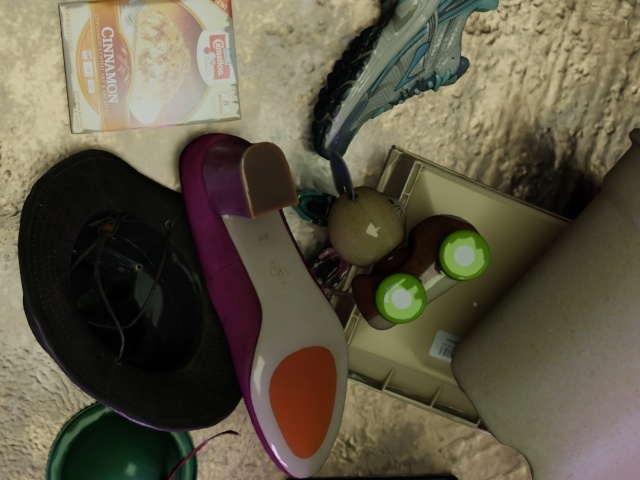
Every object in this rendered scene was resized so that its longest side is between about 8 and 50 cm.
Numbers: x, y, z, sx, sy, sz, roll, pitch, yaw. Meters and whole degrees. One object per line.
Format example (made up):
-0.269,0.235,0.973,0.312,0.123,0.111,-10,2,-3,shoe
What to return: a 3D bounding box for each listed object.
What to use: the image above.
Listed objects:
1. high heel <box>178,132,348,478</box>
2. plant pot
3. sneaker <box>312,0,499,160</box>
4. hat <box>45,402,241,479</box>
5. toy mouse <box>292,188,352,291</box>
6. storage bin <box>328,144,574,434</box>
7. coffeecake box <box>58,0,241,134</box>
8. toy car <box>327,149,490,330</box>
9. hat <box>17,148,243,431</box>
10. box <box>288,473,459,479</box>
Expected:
-0.070,0.067,1.665,0.127,0.181,0.377,-10,98,-28,high heel
0.312,0.109,1.554,0.305,0.334,0.334,-40,102,8,plant pot
0.100,-0.196,1.691,0.122,0.110,0.283,35,90,-15,sneaker
-0.207,0.267,1.655,0.173,0.183,0.208,15,94,-12,hat
0.000,0.000,1.714,0.143,0.031,0.161,-25,78,9,toy mouse
0.163,0.065,1.727,0.262,0.123,0.260,22,94,-12,storage bin
-0.186,-0.194,1.660,0.185,0.068,0.142,-6,97,-10,coffeecake box
0.069,-0.016,1.571,0.149,0.155,0.188,-34,89,-4,toy car
-0.225,0.075,1.639,0.134,0.331,0.331,-28,104,35,hat
0.090,0.444,1.621,0.212,0.395,0.293,0,97,-10,box
